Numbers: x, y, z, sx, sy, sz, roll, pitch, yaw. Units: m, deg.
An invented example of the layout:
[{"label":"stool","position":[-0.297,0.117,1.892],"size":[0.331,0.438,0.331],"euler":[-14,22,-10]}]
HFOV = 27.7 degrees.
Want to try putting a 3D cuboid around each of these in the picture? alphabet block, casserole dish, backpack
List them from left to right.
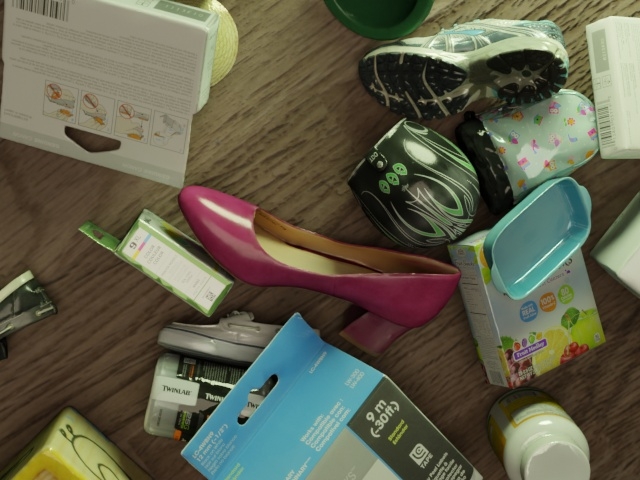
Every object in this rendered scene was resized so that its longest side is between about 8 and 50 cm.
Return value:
[{"label":"alphabet block","position":[-0.352,0.372,1.760],"size":[0.192,0.197,0.193],"euler":[42,95,-9]},{"label":"casserole dish","position":[0.280,-0.006,1.700],"size":[0.188,0.037,0.114],"euler":[-41,123,-20]},{"label":"backpack","position":[0.291,-0.129,1.755],"size":[0.182,0.115,0.152],"euler":[-24,97,-2]}]

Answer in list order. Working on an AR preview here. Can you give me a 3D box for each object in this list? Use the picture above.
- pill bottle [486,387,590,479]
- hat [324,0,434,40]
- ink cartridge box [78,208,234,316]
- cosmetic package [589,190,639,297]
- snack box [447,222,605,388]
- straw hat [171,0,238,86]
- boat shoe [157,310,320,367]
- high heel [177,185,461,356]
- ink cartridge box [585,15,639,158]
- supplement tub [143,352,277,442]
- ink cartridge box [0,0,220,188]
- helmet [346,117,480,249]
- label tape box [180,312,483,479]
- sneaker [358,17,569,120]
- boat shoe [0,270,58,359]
[{"label":"pill bottle","position":[0.300,0.283,1.774],"size":[0.118,0.208,0.117],"euler":[-1,99,-3]},{"label":"hat","position":[0.119,-0.394,1.748],"size":[0.173,0.183,0.208],"euler":[46,136,-2]},{"label":"ink cartridge box","position":[-0.217,0.013,1.753],"size":[0.209,0.109,0.062],"euler":[34,96,-7]},{"label":"cosmetic package","position":[0.500,0.050,1.729],"size":[0.224,0.224,0.138],"euler":[38,95,-1]},{"label":"snack box","position":[0.283,0.074,1.777],"size":[0.175,0.070,0.207],"euler":[-23,100,-27]},{"label":"straw hat","position":[-0.182,-0.265,1.733],"size":[0.145,0.061,0.144],"euler":[0,99,-3]},{"label":"boat shoe","position":[-0.110,0.135,1.804],"size":[0.226,0.083,0.075],"euler":[13,75,-10]},{"label":"high heel","position":[0.000,0.000,1.735],"size":[0.377,0.127,0.181],"euler":[32,123,-20]},{"label":"ink cartridge box","position":[0.460,-0.203,1.745],"size":[0.225,0.056,0.181],"euler":[-2,84,-36]},{"label":"supplement tub","position":[-0.140,0.226,1.788],"size":[0.190,0.117,0.117],"euler":[12,98,-4]},{"label":"ink cartridge box","position":[-0.283,-0.216,1.714],"size":[0.275,0.060,0.238],"euler":[16,123,6]},{"label":"helmet","position":[0.133,-0.067,1.737],"size":[0.161,0.169,0.169],"euler":[43,95,5]},{"label":"label tape box","position":[0.023,0.303,1.731],"size":[0.249,0.115,0.347],"euler":[-51,118,-16]},{"label":"sneaker","position":[0.194,-0.240,1.746],"size":[0.283,0.122,0.110],"euler":[0,130,16]},{"label":"boat shoe","position":[-0.465,0.142,1.773],"size":[0.233,0.084,0.079],"euler":[-39,99,1]}]
